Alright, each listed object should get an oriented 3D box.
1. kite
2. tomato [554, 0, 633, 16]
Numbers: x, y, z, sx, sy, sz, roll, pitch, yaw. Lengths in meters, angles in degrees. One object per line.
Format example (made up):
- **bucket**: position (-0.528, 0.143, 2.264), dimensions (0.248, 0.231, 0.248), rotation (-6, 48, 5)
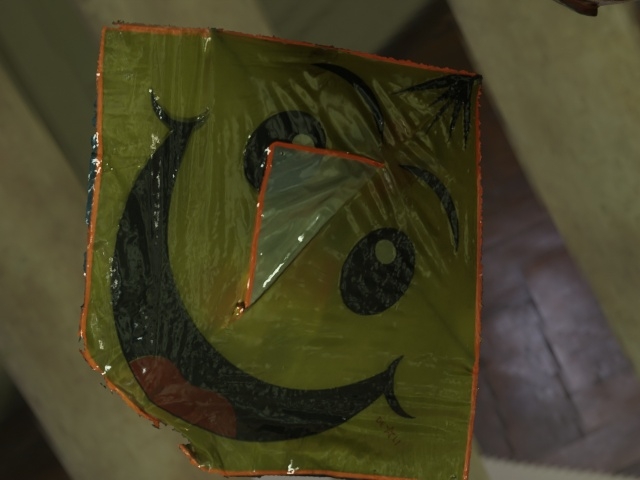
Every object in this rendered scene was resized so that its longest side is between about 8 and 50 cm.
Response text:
- **kite**: position (-0.001, 0.000, 1.202), dimensions (0.327, 0.377, 0.013), rotation (-47, 16, -22)
- **tomato**: position (0.140, -0.266, 1.072), dimensions (0.265, 0.265, 0.265), rotation (-23, 26, 12)
